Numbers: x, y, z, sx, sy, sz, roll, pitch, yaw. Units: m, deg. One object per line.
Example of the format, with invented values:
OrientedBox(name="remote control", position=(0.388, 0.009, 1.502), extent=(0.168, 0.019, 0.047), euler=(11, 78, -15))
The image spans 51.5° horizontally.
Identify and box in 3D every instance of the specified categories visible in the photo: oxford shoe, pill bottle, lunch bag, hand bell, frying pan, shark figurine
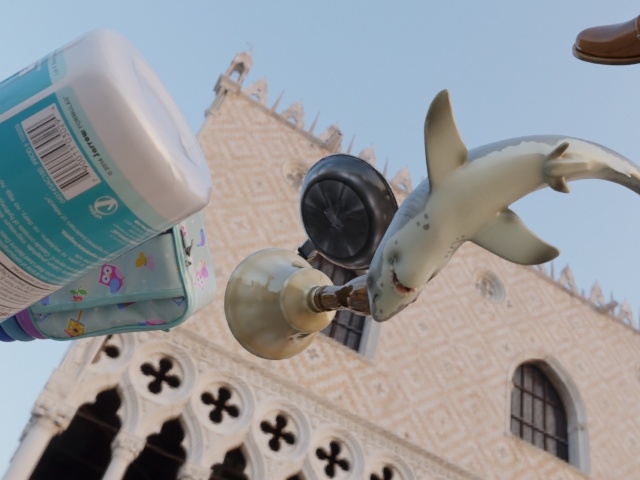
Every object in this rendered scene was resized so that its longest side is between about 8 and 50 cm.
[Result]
OrientedBox(name="oxford shoe", position=(0.395, -0.254, 0.769), extent=(0.212, 0.076, 0.076), euler=(3, -44, 42))
OrientedBox(name="pill bottle", position=(-0.223, -0.029, 0.479), extent=(0.264, 0.146, 0.146), euler=(-28, -55, 4))
OrientedBox(name="lunch bag", position=(-0.292, 0.030, 0.947), extent=(0.279, 0.108, 0.224), euler=(-9, -86, 17))
OrientedBox(name="hand bell", position=(0.011, 0.058, 0.643), extent=(0.126, 0.126, 0.242), euler=(39, -24, -21))
OrientedBox(name="frying pan", position=(-0.009, -0.028, 1.106), extent=(0.326, 0.053, 0.197), euler=(-15, -82, 41))
OrientedBox(name="shark figurine", position=(0.159, -0.045, 0.531), extent=(0.278, 0.116, 0.166), euler=(-10, -78, -8))

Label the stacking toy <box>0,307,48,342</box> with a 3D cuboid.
OrientedBox(name="stacking toy", position=(-0.576, 0.122, 1.141), extent=(0.330, 0.141, 0.141), euler=(-11, -49, 12))
